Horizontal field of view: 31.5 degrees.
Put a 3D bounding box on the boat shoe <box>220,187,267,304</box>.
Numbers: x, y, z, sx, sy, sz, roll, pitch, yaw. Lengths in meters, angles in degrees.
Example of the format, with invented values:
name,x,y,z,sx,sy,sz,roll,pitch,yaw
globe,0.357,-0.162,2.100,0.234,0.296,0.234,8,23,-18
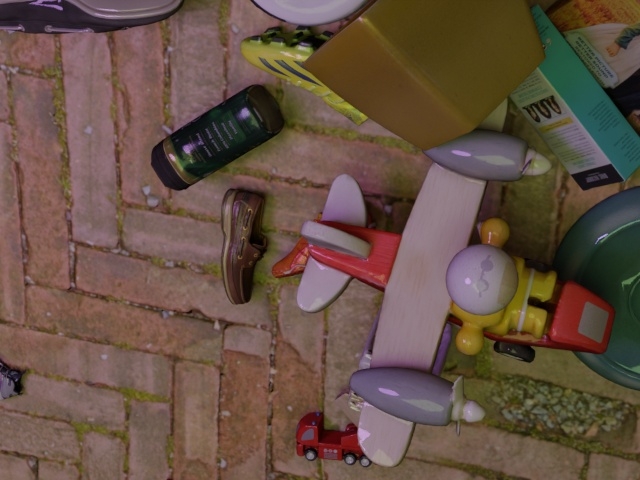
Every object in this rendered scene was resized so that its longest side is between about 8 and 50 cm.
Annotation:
name,x,y,z,sx,sy,sz,roll,pitch,yaw
boat shoe,-0.109,0.013,1.661,0.060,0.064,0.178,5,109,13

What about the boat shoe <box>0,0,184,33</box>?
name,x,y,z,sx,sy,sz,roll,pitch,yaw
boat shoe,-0.340,-0.335,1.540,0.335,0.095,0.112,4,75,6

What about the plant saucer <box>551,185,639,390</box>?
name,x,y,z,sx,sy,sz,roll,pitch,yaw
plant saucer,0.475,0.077,1.560,0.317,0.044,0.318,4,111,11

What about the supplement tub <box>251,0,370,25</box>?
name,x,y,z,sx,sy,sz,roll,pitch,yaw
supplement tub,0.014,-0.374,1.346,0.193,0.316,0.194,5,112,11

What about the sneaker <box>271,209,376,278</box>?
name,x,y,z,sx,sy,sz,roll,pitch,yaw
sneaker,0.000,0.000,1.641,0.175,0.064,0.067,-32,81,17

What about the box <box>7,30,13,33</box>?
name,x,y,z,sx,sy,sz,roll,pitch,yaw
box,-0.415,-0.403,1.588,0.145,0.038,0.186,-19,106,18

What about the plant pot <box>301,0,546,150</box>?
name,x,y,z,sx,sy,sz,roll,pitch,yaw
plant pot,0.139,-0.231,1.368,0.212,0.212,0.187,-44,99,-18

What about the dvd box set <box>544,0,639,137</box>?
name,x,y,z,sx,sy,sz,roll,pitch,yaw
dvd box set,0.456,-0.210,1.286,0.062,0.420,0.307,-45,98,-18

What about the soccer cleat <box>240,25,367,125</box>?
name,x,y,z,sx,sy,sz,roll,pitch,yaw
soccer cleat,0.026,-0.213,1.529,0.289,0.093,0.121,13,119,9

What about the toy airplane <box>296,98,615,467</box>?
name,x,y,z,sx,sy,sz,roll,pitch,yaw
toy airplane,0.156,0.041,1.441,0.384,0.272,0.386,-26,90,-10

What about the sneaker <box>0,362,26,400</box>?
name,x,y,z,sx,sy,sz,roll,pitch,yaw
sneaker,-0.513,0.213,1.850,0.069,0.038,0.098,-11,117,15

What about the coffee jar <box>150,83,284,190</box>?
name,x,y,z,sx,sy,sz,roll,pitch,yaw
coffee jar,-0.147,-0.142,1.593,0.184,0.096,0.079,-29,99,21

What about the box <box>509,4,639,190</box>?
name,x,y,z,sx,sy,sz,roll,pitch,yaw
box,0.311,-0.180,1.461,0.060,0.100,0.244,-43,99,-17

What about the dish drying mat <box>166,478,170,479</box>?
name,x,y,z,sx,sy,sz,roll,pitch,yaw
dish drying mat,-0.225,0.426,1.877,0.083,0.008,0.032,34,115,-2

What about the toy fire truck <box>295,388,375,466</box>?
name,x,y,z,sx,sy,sz,roll,pitch,yaw
toy fire truck,0.055,0.274,1.731,0.192,0.047,0.135,4,111,13

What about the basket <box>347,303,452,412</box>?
name,x,y,z,sx,sy,sz,roll,pitch,yaw
basket,0.111,0.179,1.618,0.113,0.167,0.103,23,119,4
